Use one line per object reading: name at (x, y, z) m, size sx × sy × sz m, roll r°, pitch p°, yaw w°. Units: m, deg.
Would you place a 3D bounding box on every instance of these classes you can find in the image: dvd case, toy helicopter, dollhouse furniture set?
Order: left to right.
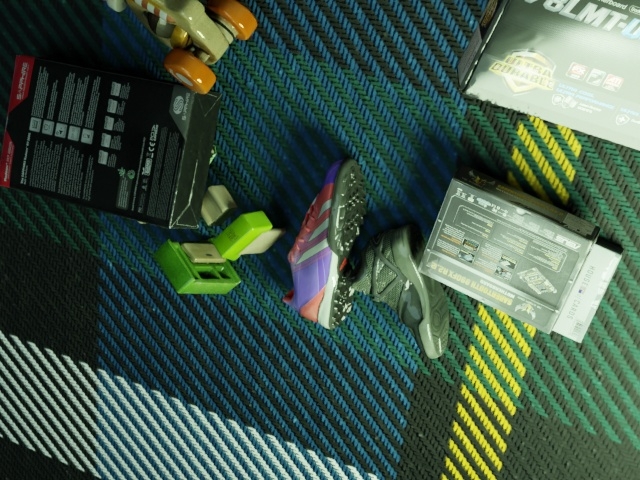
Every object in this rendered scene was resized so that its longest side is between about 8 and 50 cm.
toy helicopter at (-0.272, -0.383, 1.838) m, size 0.235 × 0.140 × 0.355 m, roll 29°, pitch 169°, yaw 37°
dollhouse furniture set at (-0.212, -0.083, 2.107) m, size 0.197 × 0.151 × 0.301 m, roll -41°, pitch 72°, yaw 22°
dvd case at (0.328, 0.039, 1.922) m, size 0.238 × 0.029 × 0.179 m, roll 25°, pitch 125°, yaw 12°

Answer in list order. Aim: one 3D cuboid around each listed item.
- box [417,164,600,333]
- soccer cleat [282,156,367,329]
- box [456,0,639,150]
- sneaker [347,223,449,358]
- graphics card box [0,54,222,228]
box at (0.283, 0.014, 1.878) m, size 0.231 × 0.056 × 0.183 m, roll 25°, pitch 126°, yaw 13°
soccer cleat at (0.000, 0.000, 2.023) m, size 0.116 × 0.108 × 0.318 m, roll 20°, pitch 127°, yaw 21°
box at (0.370, -0.285, 1.626) m, size 0.295 × 0.073 × 0.293 m, roll 17°, pitch 128°, yaw -12°
sneaker at (0.129, 0.090, 2.020) m, size 0.130 × 0.087 × 0.227 m, roll -12°, pitch 108°, yaw 34°
graphics card box at (-0.354, -0.166, 2.041) m, size 0.371 × 0.094 × 0.233 m, roll 13°, pitch 95°, yaw 28°
